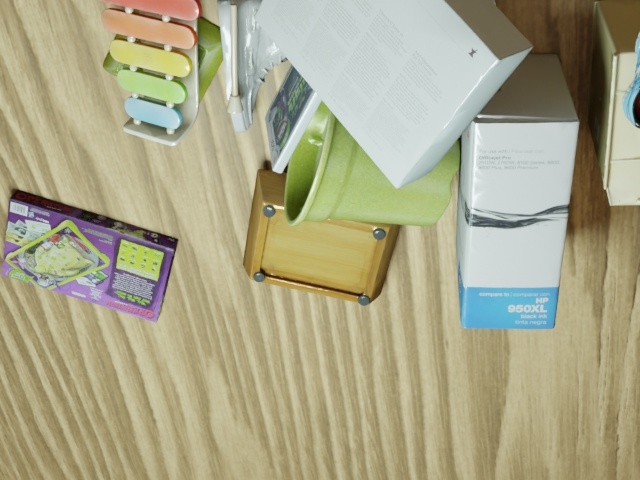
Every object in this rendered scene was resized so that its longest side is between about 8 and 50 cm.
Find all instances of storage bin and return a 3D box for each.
[{"bbox_3d":[0.503,-0.227,1.388,0.123,0.262,0.260,-1,123,10],"label":"storage bin"}]

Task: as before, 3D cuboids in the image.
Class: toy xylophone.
[{"bbox_3d":[-0.249,-0.315,1.460,0.236,0.081,0.322,10,123,25],"label":"toy xylophone"}]

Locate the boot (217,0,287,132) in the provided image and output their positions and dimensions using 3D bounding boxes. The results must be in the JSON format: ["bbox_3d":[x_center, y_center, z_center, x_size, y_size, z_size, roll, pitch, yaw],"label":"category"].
[{"bbox_3d":[-0.106,-0.306,1.523,0.123,0.095,0.258,-6,130,-4],"label":"boot"}]

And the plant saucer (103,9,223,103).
[{"bbox_3d":[-0.280,-0.329,1.564,0.188,0.045,0.188,29,123,-11],"label":"plant saucer"}]

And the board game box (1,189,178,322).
[{"bbox_3d":[-0.487,0.036,1.834,0.347,0.056,0.208,18,120,-4],"label":"board game box"}]

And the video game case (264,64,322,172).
[{"bbox_3d":[-0.045,-0.239,1.513,0.022,0.173,0.190,17,125,-22],"label":"video game case"}]

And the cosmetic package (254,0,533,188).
[{"bbox_3d":[0.089,-0.310,1.290,0.377,0.097,0.284,52,141,13],"label":"cosmetic package"}]

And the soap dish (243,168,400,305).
[{"bbox_3d":[0.000,0.000,1.695,0.291,0.118,0.229,12,124,-1],"label":"soap dish"}]

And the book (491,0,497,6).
[{"bbox_3d":[0.211,-0.411,1.448,0.144,0.035,0.096,-12,112,16],"label":"book"}]

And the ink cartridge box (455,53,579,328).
[{"bbox_3d":[0.322,-0.088,1.490,0.166,0.285,0.395,1,123,6],"label":"ink cartridge box"}]

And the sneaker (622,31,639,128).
[{"bbox_3d":[0.460,-0.225,1.195,0.063,0.073,0.162,7,124,8],"label":"sneaker"}]

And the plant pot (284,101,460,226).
[{"bbox_3d":[0.094,-0.135,1.530,0.254,0.276,0.276,12,125,-14],"label":"plant pot"}]
